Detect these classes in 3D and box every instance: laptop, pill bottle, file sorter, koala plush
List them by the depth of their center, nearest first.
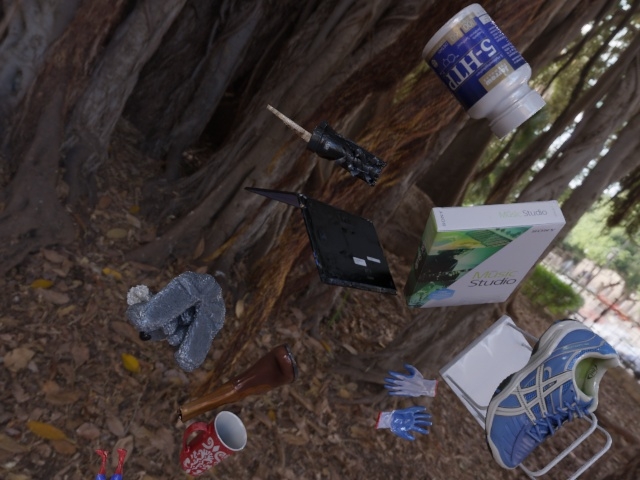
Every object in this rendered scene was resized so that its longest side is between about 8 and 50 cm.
[{"bbox_3d":[0.258,-0.258,0.734,0.187,0.112,0.112,52,15,3],"label":"pill bottle"},{"bbox_3d":[0.000,0.000,0.913,0.234,0.136,0.265,15,51,-48],"label":"laptop"},{"bbox_3d":[0.423,0.339,0.963,0.278,0.192,0.173,51,-2,-16],"label":"file sorter"},{"bbox_3d":[-0.350,0.175,1.095,0.196,0.221,0.203,52,48,-22],"label":"koala plush"}]

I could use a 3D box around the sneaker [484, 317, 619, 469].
[{"bbox_3d":[0.284,0.197,0.586,0.080,0.211,0.081,31,1,-18],"label":"sneaker"}]

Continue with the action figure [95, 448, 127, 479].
[{"bbox_3d":[-0.554,0.651,1.129,0.139,0.091,0.281,75,11,-59],"label":"action figure"}]

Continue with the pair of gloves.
[{"bbox_3d":[0.229,0.424,1.229,0.159,0.199,0.023,12,2,-15],"label":"pair of gloves"}]

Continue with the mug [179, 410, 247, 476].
[{"bbox_3d":[-0.314,0.557,1.302,0.150,0.169,0.113,46,19,-6],"label":"mug"}]

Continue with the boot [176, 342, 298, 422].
[{"bbox_3d":[-0.211,0.352,1.155,0.280,0.264,0.096,-13,74,-29],"label":"boot"}]

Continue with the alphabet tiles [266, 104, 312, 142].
[{"bbox_3d":[-0.005,-0.235,1.144,0.277,0.021,0.284,30,12,-27],"label":"alphabet tiles"}]

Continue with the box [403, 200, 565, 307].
[{"bbox_3d":[0.308,0.041,0.948,0.232,0.322,0.059,-4,56,-3],"label":"box"}]

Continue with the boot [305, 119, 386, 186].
[{"bbox_3d":[0.034,-0.114,0.611,0.099,0.045,0.121,27,17,-4],"label":"boot"}]
